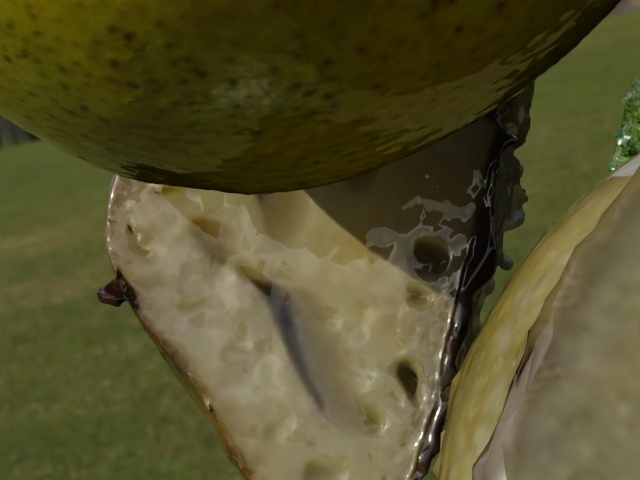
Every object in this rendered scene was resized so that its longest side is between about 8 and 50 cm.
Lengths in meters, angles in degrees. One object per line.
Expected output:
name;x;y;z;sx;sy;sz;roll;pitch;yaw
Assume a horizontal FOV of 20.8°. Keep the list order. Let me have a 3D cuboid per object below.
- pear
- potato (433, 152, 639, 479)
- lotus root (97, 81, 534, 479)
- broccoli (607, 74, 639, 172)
pear;-0.025;-0.153;0.555;0.294;0.294;0.294;-12;7;2
potato;0.235;0.154;0.554;0.385;0.442;0.319;-35;-9;-7
lotus root;0.000;0.000;0.707;0.170;0.261;0.074;21;-4;9
broccoli;0.303;0.000;1.053;0.308;0.308;0.275;-10;9;16
